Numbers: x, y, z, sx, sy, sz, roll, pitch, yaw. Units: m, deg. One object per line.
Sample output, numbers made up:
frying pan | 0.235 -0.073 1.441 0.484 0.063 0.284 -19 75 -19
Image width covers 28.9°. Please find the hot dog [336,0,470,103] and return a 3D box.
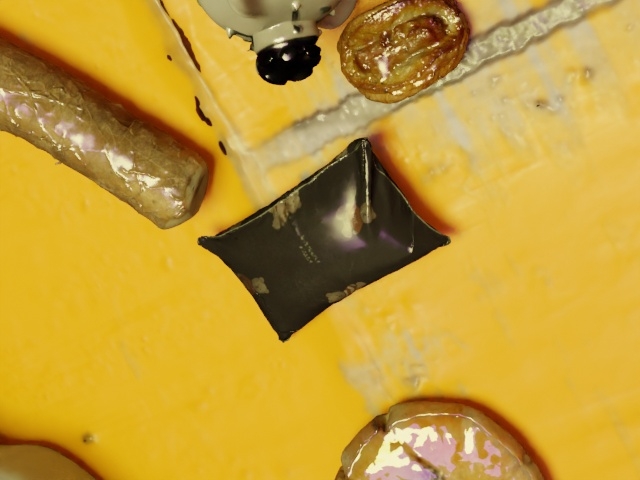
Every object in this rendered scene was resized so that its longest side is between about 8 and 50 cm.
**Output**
hot dog | 0.049 -0.116 0.749 0.083 0.035 0.058 -25 95 24

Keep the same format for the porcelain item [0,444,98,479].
porcelain item | -0.226 0.290 0.906 0.405 0.178 0.242 45 116 -1

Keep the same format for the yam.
yam | -0.206 -0.098 0.822 0.299 0.066 0.066 30 115 6

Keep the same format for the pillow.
pillow | 0.000 0.000 0.800 0.150 0.048 0.090 -33 88 29

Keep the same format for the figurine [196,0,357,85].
figurine | -0.033 -0.183 0.701 0.126 0.147 0.193 -9 88 38

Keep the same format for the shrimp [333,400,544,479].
shrimp | 0.069 0.246 0.862 0.178 0.075 0.289 24 102 6
